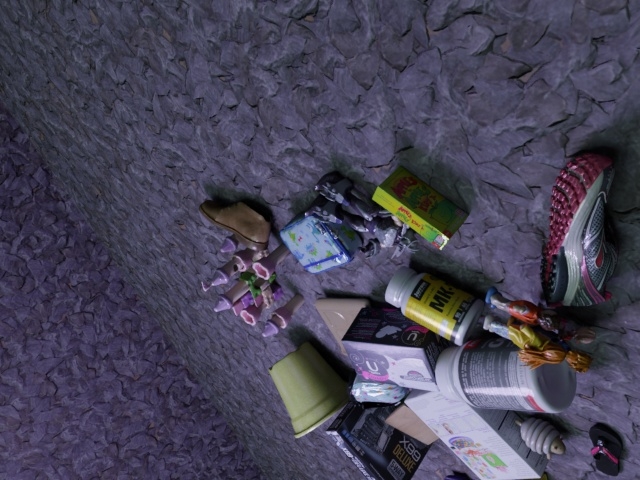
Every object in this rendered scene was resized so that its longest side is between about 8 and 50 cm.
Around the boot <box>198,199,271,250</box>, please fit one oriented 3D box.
[{"bbox_3d":[-0.265,-0.082,1.590,0.305,0.112,0.115,28,111,32],"label":"boot"}]

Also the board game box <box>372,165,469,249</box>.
[{"bbox_3d":[0.211,-0.071,1.063,0.181,0.092,0.043,38,145,12],"label":"board game box"}]

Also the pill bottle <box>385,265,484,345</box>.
[{"bbox_3d":[0.268,0.149,1.197,0.209,0.119,0.119,27,141,26],"label":"pill bottle"}]

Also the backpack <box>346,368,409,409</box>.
[{"bbox_3d":[0.182,0.441,1.565,0.182,0.152,0.115,-6,129,36],"label":"backpack"}]

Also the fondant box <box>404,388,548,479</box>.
[{"bbox_3d":[0.431,0.517,1.410,0.330,0.096,0.238,46,146,4],"label":"fondant box"}]

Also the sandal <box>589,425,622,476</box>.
[{"bbox_3d":[0.673,0.508,1.187,0.067,0.040,0.179,7,129,44],"label":"sandal"}]

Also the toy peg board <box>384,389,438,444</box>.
[{"bbox_3d":[0.315,0.557,1.604,0.161,0.079,0.161,27,140,2],"label":"toy peg board"}]

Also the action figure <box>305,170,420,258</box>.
[{"bbox_3d":[0.110,-0.045,1.196,0.285,0.099,0.185,30,134,16],"label":"action figure"}]

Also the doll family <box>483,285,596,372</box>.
[{"bbox_3d":[0.424,0.190,0.961,0.263,0.118,0.163,20,-177,-40],"label":"doll family"}]

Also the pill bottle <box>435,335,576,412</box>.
[{"bbox_3d":[0.414,0.306,1.159,0.161,0.161,0.283,55,145,-11],"label":"pill bottle"}]

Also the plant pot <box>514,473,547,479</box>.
[{"bbox_3d":[0.589,0.698,1.436,0.083,0.081,0.081,17,136,52],"label":"plant pot"}]

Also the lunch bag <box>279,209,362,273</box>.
[{"bbox_3d":[0.000,0.000,1.368,0.176,0.090,0.219,52,147,-12],"label":"lunch bag"}]

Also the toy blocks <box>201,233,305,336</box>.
[{"bbox_3d":[-0.260,0.159,1.651,0.309,0.260,0.288,17,136,36],"label":"toy blocks"}]

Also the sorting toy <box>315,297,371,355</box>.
[{"bbox_3d":[0.146,0.265,1.522,0.307,0.041,0.229,-4,122,41],"label":"sorting toy"}]

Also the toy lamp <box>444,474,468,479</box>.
[{"bbox_3d":[0.531,0.832,1.635,0.275,0.080,0.080,0,124,44],"label":"toy lamp"}]

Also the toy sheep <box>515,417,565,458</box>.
[{"bbox_3d":[0.551,0.493,1.267,0.132,0.091,0.091,20,137,44],"label":"toy sheep"}]

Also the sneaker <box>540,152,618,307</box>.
[{"bbox_3d":[0.454,-0.013,0.861,0.112,0.120,0.299,-1,128,12],"label":"sneaker"}]

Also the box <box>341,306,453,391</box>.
[{"bbox_3d":[0.208,0.290,1.349,0.247,0.142,0.163,-2,123,38],"label":"box"}]

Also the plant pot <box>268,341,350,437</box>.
[{"bbox_3d":[-0.045,0.515,1.807,0.253,0.276,0.276,55,147,10],"label":"plant pot"}]

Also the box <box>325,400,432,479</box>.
[{"bbox_3d":[0.200,0.652,1.664,0.307,0.242,0.076,51,146,-4],"label":"box"}]
